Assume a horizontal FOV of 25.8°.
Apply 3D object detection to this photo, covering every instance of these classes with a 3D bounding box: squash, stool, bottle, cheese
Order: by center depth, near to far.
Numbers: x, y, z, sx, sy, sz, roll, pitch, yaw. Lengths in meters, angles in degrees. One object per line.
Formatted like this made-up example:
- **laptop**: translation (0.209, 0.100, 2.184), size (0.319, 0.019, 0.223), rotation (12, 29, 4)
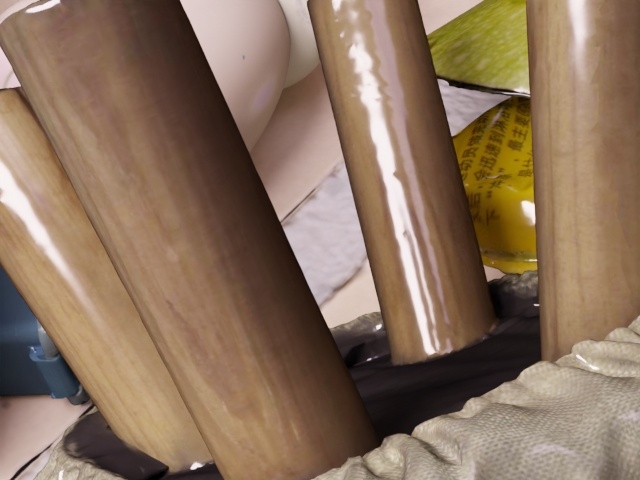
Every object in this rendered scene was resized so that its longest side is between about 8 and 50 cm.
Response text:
- **stool**: translation (0.000, 0.000, 0.582), size (0.310, 0.310, 0.226), rotation (-23, 94, -24)
- **cheese**: translation (0.166, -0.033, 0.788), size (0.250, 0.064, 0.157), rotation (2, 46, 23)
- **bottle**: translation (-0.073, -0.117, 0.824), size (0.147, 0.148, 0.236), rotation (28, 46, 18)
- **squash**: translation (0.146, -0.139, 0.837), size (0.184, 0.085, 0.192), rotation (4, 19, 3)

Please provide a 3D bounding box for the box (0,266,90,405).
- **box**: translation (-0.152, 0.034, 0.736), size (0.054, 0.074, 0.099), rotation (-8, 50, 8)
